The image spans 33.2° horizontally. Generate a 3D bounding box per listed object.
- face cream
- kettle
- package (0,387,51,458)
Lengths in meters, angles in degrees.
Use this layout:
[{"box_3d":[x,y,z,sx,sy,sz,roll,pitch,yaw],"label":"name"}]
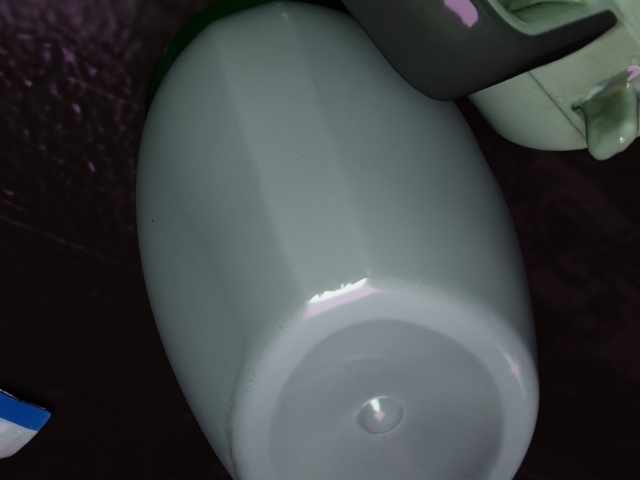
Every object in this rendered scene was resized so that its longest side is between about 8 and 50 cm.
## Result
[{"box_3d":[0.000,0.000,0.687,0.220,0.357,0.312,-19,128,0],"label":"face cream"},{"box_3d":[0.073,-0.217,0.560,0.250,0.361,0.377,-20,133,39],"label":"kettle"},{"box_3d":[-0.351,0.172,0.937,0.171,0.027,0.173,32,112,-27],"label":"package"}]
